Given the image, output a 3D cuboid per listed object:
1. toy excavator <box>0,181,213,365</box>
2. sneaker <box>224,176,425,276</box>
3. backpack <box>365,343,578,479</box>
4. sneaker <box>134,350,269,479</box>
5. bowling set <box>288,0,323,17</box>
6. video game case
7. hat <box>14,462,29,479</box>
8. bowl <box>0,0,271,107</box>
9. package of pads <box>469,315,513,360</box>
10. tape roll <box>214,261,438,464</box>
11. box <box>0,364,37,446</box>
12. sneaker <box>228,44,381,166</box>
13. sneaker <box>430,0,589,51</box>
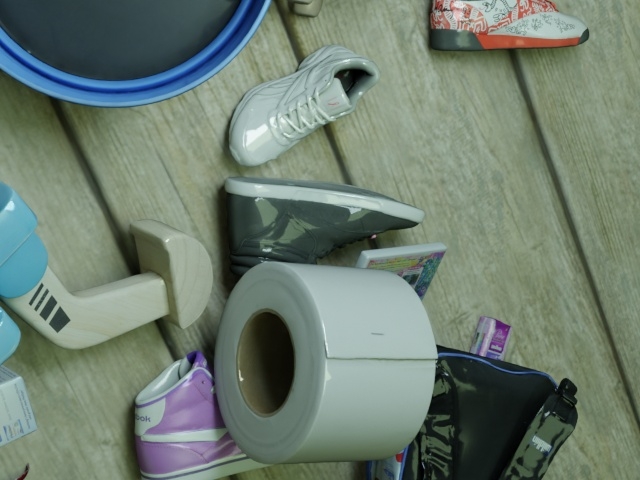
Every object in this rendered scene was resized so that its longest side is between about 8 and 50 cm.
[{"bbox_3d":[-0.373,0.047,1.617,0.433,0.222,0.445,-48,133,-18],"label":"toy excavator"},{"bbox_3d":[0.000,0.000,1.891,0.296,0.104,0.147,4,99,-30],"label":"sneaker"},{"bbox_3d":[0.181,0.285,1.982,0.276,0.213,0.263,15,86,-22],"label":"backpack"},{"bbox_3d":[-0.107,0.213,1.851,0.282,0.102,0.161,-13,101,-31],"label":"sneaker"},{"bbox_3d":[-0.054,-0.374,1.742,0.287,0.200,0.154,8,92,-37],"label":"bowling set"},{"bbox_3d":[0.090,0.069,1.950,0.157,0.019,0.143,-6,129,-42],"label":"video game case"},{"bbox_3d":[-0.471,0.366,1.684,0.208,0.183,0.173,-1,92,9],"label":"hat"},{"bbox_3d":[-0.236,-0.345,1.602,0.391,0.077,0.391,0,95,-5],"label":"bowl"},{"bbox_3d":[0.250,0.157,2.112,0.050,0.032,0.083,20,86,-36],"label":"package of pads"},{"bbox_3d":[0.001,0.151,1.754,0.169,0.246,0.246,4,95,-35],"label":"tape roll"},{"bbox_3d":[-0.415,0.198,1.632,0.137,0.126,0.072,-23,111,-28],"label":"box"},{"bbox_3d":[-0.018,-0.177,1.837,0.232,0.115,0.090,-43,117,-20],"label":"sneaker"},{"bbox_3d":[0.274,-0.345,2.015,0.270,0.090,0.145,-7,103,-29],"label":"sneaker"}]
